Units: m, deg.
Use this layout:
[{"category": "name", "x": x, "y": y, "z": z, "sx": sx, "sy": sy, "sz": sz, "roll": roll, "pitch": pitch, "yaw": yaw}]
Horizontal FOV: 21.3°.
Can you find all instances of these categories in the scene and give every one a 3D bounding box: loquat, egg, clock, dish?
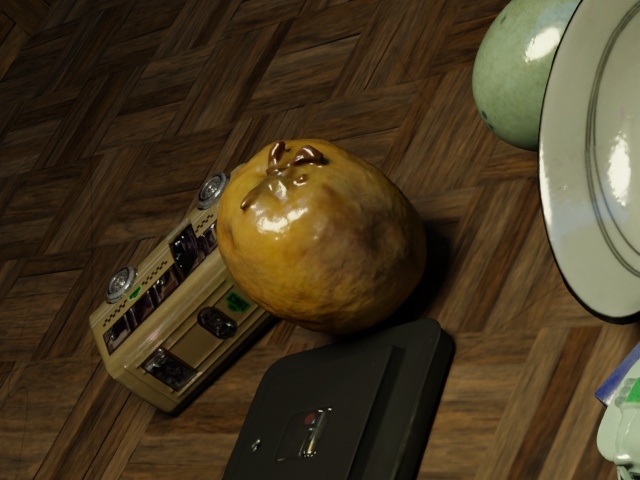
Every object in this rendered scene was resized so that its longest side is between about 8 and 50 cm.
[{"category": "loquat", "x": 0.000, "y": 0.000, "z": 1.790, "sx": 0.193, "sy": 0.238, "sz": 0.238, "roll": -45, "pitch": 27, "yaw": -5}, {"category": "egg", "x": 0.260, "y": -0.189, "z": 1.721, "sx": 0.236, "sy": 0.169, "sz": 0.169, "roll": -35, "pitch": 30, "yaw": 23}, {"category": "clock", "x": -0.005, "y": 0.211, "z": 1.720, "sx": 0.273, "sy": 0.049, "sz": 0.278, "roll": -20, "pitch": 38, "yaw": 43}, {"category": "dish", "x": 0.297, "y": -0.085, "z": 1.452, "sx": 0.316, "sy": 0.106, "sz": 0.316, "roll": -178, "pitch": 90, "yaw": -72}]

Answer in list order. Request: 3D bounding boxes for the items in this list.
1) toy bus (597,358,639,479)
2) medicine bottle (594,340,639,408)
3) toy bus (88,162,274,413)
[{"category": "toy bus", "x": 0.327, "y": 0.155, "z": 1.193, "sx": 0.276, "sy": 0.165, "sz": 0.133, "roll": 1, "pitch": 54, "yaw": 55}, {"category": "medicine bottle", "x": 0.326, "y": 0.062, "z": 1.425, "sx": 0.231, "sy": 0.059, "sz": 0.059, "roll": -48, "pitch": 28, "yaw": 0}, {"category": "toy bus", "x": -0.131, "y": 0.057, "z": 2.000, "sx": 0.289, "sy": 0.139, "sz": 0.157, "roll": -44, "pitch": 32, "yaw": 11}]
